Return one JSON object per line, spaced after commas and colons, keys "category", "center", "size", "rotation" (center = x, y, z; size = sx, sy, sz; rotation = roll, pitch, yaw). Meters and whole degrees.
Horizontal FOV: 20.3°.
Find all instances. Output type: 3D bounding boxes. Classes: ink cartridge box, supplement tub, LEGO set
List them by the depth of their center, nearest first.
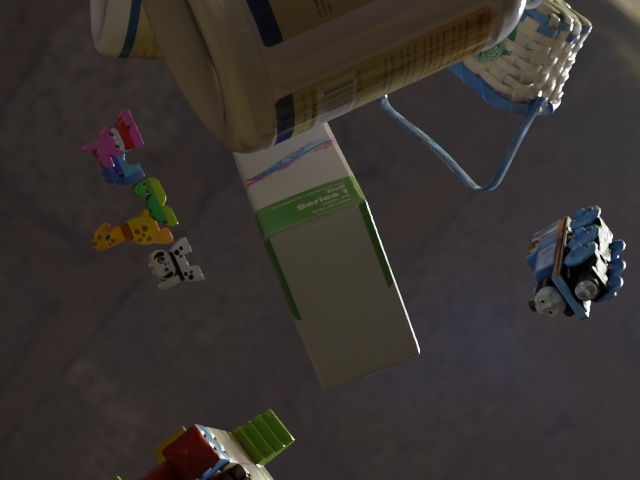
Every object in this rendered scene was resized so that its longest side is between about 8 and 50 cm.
{"category": "supplement tub", "center": [0.025, -0.229, 1.435], "size": [0.316, 0.228, 0.228], "rotation": [-25, 175, -13]}
{"category": "supplement tub", "center": [-0.132, -0.257, 1.864], "size": [0.144, 0.199, 0.144], "rotation": [-177, -90, -74]}
{"category": "ink cartridge box", "center": [0.000, 0.000, 1.955], "size": [0.117, 0.201, 0.278], "rotation": [-21, -152, -1]}
{"category": "LEGO set", "center": [-0.240, -0.035, 2.187], "size": [0.093, 0.227, 0.087], "rotation": [-27, -172, -20]}

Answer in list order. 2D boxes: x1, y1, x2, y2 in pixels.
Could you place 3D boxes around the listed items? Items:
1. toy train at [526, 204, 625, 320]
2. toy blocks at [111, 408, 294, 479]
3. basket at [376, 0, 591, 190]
{"category": "toy train", "center": [0.293, 0.031, 2.066], "size": [0.105, 0.080, 0.184], "rotation": [-32, -164, 23]}
{"category": "toy blocks", "center": [-0.200, 0.332, 1.969], "size": [0.381, 0.191, 0.261], "rotation": [-38, 168, 2]}
{"category": "basket", "center": [0.221, -0.250, 2.539], "size": [0.201, 0.255, 0.289], "rotation": [-6, 131, -50]}
